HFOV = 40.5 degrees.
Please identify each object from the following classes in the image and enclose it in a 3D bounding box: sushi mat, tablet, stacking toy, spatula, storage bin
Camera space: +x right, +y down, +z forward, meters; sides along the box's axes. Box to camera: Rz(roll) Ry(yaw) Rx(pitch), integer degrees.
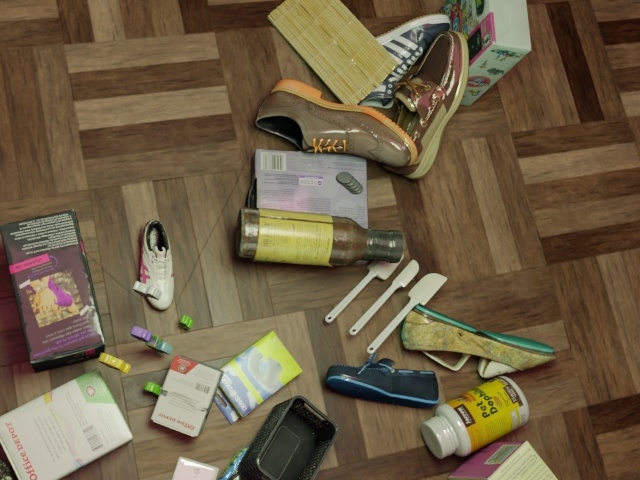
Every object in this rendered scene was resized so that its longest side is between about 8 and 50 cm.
[{"bbox_3d":[0.026,-0.453,1.972,0.151,0.019,0.316,-41,75,5],"label":"sushi mat"},{"bbox_3d":[-0.248,0.466,1.722,0.083,0.006,0.054,19,71,-9],"label":"tablet"},{"bbox_3d":[-0.331,0.195,1.681,0.052,0.221,0.167,13,69,23],"label":"stacking toy"},{"bbox_3d":[0.133,0.124,1.862,0.168,0.019,0.242,34,67,28],"label":"spatula"},{"bbox_3d":[-0.062,0.412,1.714,0.122,0.084,0.180,41,52,-10],"label":"storage bin"}]

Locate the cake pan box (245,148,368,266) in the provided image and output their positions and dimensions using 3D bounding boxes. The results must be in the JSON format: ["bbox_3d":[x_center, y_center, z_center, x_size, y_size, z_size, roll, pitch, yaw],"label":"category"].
[{"bbox_3d":[-0.028,-0.070,1.892,0.267,0.070,0.245,1,73,-14],"label":"cake pan box"}]

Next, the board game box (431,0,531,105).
[{"bbox_3d":[0.355,-0.469,1.970,0.098,0.303,0.224,3,74,-15],"label":"board game box"}]

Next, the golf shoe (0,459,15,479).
[{"bbox_3d":[-0.651,0.410,1.590,0.105,0.120,0.272,-39,110,-26],"label":"golf shoe"}]

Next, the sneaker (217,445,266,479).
[{"bbox_3d":[-0.172,0.494,1.699,0.078,0.067,0.188,37,64,1],"label":"sneaker"}]

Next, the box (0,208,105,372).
[{"bbox_3d":[-0.510,0.100,1.668,0.143,0.165,0.270,-13,79,-17],"label":"box"}]

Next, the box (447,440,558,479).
[{"bbox_3d":[0.409,0.538,1.761,0.117,0.213,0.243,-37,87,-20],"label":"box"}]

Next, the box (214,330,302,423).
[{"bbox_3d":[-0.140,0.280,1.781,0.178,0.042,0.109,-36,86,-21],"label":"box"}]

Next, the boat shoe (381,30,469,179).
[{"bbox_3d":[0.221,-0.307,1.923,0.123,0.123,0.342,12,105,-34],"label":"boat shoe"}]

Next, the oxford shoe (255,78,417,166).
[{"bbox_3d":[0.031,-0.222,1.874,0.364,0.130,0.132,23,57,19],"label":"oxford shoe"}]

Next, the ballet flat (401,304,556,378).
[{"bbox_3d":[0.336,0.237,1.888,0.349,0.123,0.123,18,72,-10],"label":"ballet flat"}]

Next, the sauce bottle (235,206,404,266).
[{"bbox_3d":[0.000,0.000,1.787,0.344,0.111,0.111,6,74,-12],"label":"sauce bottle"}]

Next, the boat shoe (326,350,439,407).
[{"bbox_3d":[0.128,0.291,1.830,0.258,0.109,0.089,18,64,-26],"label":"boat shoe"}]

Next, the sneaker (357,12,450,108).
[{"bbox_3d":[0.186,-0.404,1.995,0.282,0.099,0.153,-22,80,3],"label":"sneaker"}]

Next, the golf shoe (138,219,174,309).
[{"bbox_3d":[-0.336,0.049,1.771,0.068,0.086,0.186,-8,79,-18],"label":"golf shoe"}]

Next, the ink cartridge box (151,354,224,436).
[{"bbox_3d":[-0.261,0.305,1.712,0.099,0.056,0.135,20,85,5],"label":"ink cartridge box"}]

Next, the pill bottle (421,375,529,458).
[{"bbox_3d":[0.324,0.378,1.834,0.215,0.117,0.117,-22,82,-19],"label":"pill bottle"}]

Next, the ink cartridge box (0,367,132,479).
[{"bbox_3d":[-0.486,0.362,1.644,0.212,0.093,0.154,-26,82,-21],"label":"ink cartridge box"}]
